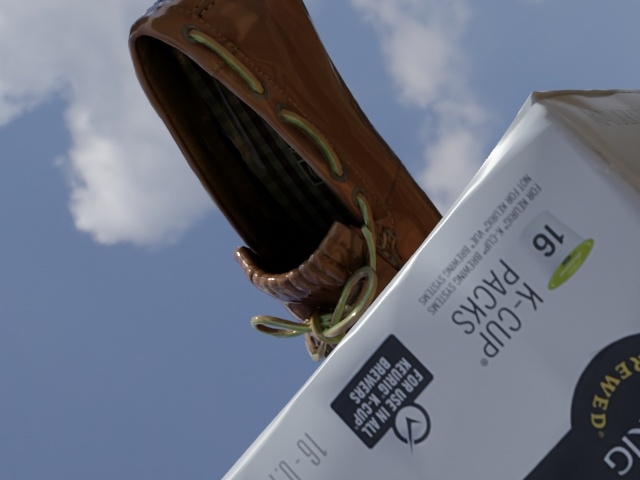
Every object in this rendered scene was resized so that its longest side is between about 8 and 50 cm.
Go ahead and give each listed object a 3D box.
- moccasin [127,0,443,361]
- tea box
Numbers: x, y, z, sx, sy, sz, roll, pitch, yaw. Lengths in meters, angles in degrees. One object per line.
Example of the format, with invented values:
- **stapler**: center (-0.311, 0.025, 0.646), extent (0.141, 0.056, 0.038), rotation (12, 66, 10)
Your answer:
- **moccasin**: center (0.002, -0.001, 1.080), extent (0.147, 0.139, 0.380), rotation (-46, -65, -44)
- **tea box**: center (0.124, 0.169, 0.606), extent (0.323, 0.329, 0.220), rotation (44, -158, 16)
